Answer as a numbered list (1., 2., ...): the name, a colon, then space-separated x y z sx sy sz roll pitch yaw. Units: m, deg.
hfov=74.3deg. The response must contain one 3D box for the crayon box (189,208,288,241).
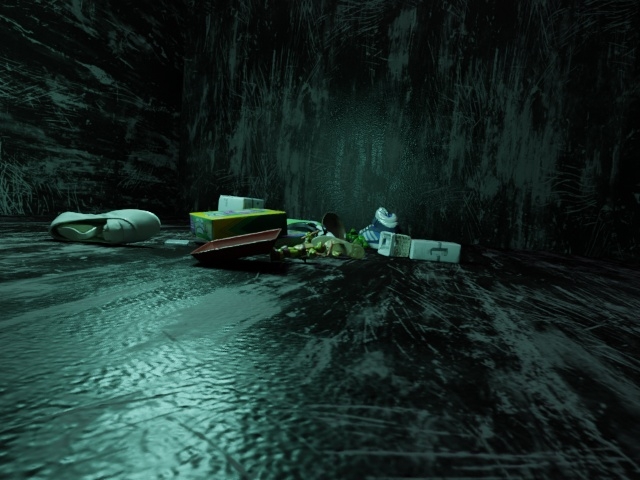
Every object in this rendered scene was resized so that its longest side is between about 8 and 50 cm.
1. crayon box: -0.359 -0.070 1.810 0.313 0.106 0.363 -8 10 -29

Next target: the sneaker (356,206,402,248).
1. sneaker: 0.315 -0.076 2.432 0.130 0.236 0.323 1 6 -43

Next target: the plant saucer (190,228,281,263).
1. plant saucer: -0.256 0.019 1.363 0.259 0.047 0.258 -11 8 0

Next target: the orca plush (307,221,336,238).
1. orca plush: 0.000 0.000 1.927 0.102 0.151 0.287 -36 44 -6

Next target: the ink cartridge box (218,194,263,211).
1. ink cartridge box: -0.406 -0.111 2.177 0.129 0.223 0.307 6 5 11

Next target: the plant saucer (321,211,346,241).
1. plant saucer: 0.062 -0.050 2.216 0.036 0.198 0.199 -18 -11 36

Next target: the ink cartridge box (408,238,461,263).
1. ink cartridge box: 0.532 0.048 1.988 0.218 0.092 0.158 7 5 5

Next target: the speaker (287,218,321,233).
1. speaker: -0.141 -0.048 2.236 0.297 0.131 0.131 5 4 11

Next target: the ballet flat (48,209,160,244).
1. ballet flat: -0.797 -0.036 1.550 0.400 0.139 0.139 1 4 5

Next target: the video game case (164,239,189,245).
1. video game case: -0.602 0.008 1.777 0.087 0.011 0.122 4 4 -13

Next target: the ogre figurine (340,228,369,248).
1. ogre figurine: 0.168 -0.004 2.334 0.197 0.096 0.118 -10 18 16

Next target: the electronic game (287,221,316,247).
1. electronic game: -0.102 -0.027 2.075 0.229 0.048 0.229 -2 31 1

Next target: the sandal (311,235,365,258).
1. sandal: 0.063 0.029 1.735 0.240 0.088 0.079 10 -1 7

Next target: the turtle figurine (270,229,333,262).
1. turtle figurine: -0.072 0.033 1.513 0.217 0.087 0.269 -6 21 -7

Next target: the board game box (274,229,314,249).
1. board game box: -0.214 -0.001 1.826 0.317 0.046 0.214 -9 11 -39

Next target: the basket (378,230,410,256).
1. basket: 0.357 0.020 2.045 0.103 0.113 0.167 8 3 -10
